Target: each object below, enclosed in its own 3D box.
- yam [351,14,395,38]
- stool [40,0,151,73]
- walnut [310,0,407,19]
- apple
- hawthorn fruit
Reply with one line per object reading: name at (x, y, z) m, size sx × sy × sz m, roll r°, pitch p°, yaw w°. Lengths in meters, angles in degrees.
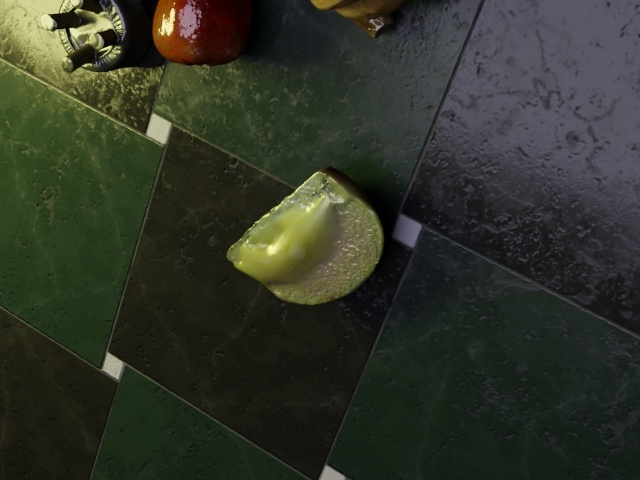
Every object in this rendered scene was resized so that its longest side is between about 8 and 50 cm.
yam at (0.018, -0.405, 1.619) m, size 0.241 × 0.057 × 0.057 m, roll 45°, pitch 119°, yaw 11°
stool at (-0.381, -0.389, 1.782) m, size 0.153 × 0.139 × 0.228 m, roll 25°, pitch 116°, yaw 18°
walnut at (0.069, -0.440, 1.489) m, size 0.224 × 0.257 × 0.257 m, roll 35°, pitch 123°, yaw -25°
apple at (0.000, 0.000, 1.705) m, size 0.193 × 0.120 × 0.265 m, roll 46°, pitch 123°, yaw -5°
hawthorn fruit at (-0.187, -0.377, 1.676) m, size 0.157 × 0.157 × 0.194 m, roll 19°, pitch 108°, yaw 22°
